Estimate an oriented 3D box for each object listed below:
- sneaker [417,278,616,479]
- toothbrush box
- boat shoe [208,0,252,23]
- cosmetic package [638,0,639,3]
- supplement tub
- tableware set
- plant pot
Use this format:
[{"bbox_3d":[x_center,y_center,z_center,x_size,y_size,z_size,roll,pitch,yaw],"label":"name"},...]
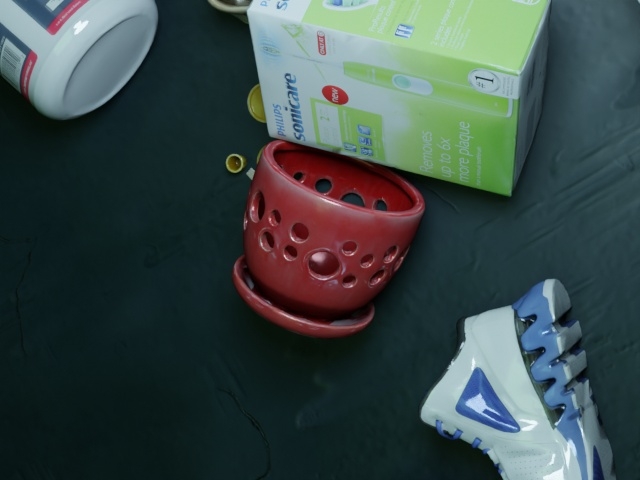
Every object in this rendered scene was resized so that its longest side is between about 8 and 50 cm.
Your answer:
[{"bbox_3d":[0.212,0.211,1.421,0.182,0.127,0.315,-13,86,26],"label":"sneaker"},{"bbox_3d":[0.085,-0.181,1.342,0.283,0.206,0.122,17,60,15],"label":"toothbrush box"},{"bbox_3d":[0.038,-0.307,1.411,0.341,0.110,0.121,-17,91,22],"label":"boat shoe"},{"bbox_3d":[0.407,-0.260,1.174,0.217,0.156,0.384,-38,60,30],"label":"cosmetic package"},{"bbox_3d":[-0.345,-0.290,1.516,0.272,0.191,0.191,42,109,11],"label":"supplement tub"},{"bbox_3d":[-0.054,-0.135,1.517,0.104,0.024,0.154,43,110,11],"label":"tableware set"},{"bbox_3d":[0.000,0.000,1.432,0.191,0.191,0.174,28,115,15],"label":"plant pot"}]
